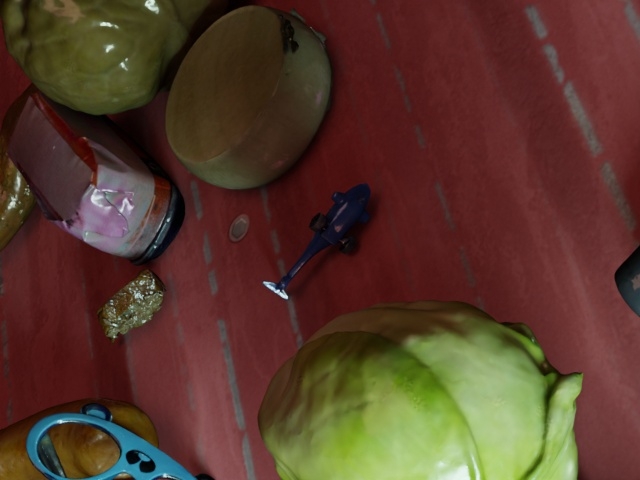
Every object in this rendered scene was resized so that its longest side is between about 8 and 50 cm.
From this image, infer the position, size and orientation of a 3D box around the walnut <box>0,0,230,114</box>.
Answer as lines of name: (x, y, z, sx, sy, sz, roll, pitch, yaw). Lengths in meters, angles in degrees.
walnut: (-0.273, -0.307, 1.869, 0.277, 0.282, 0.253, 18, 121, 44)

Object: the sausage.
sausage: (-0.294, 0.247, 1.697, 0.271, 0.109, 0.108, -17, 57, 42)

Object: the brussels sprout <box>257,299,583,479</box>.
brussels sprout: (0.100, 0.175, 1.181, 0.294, 0.259, 0.227, 30, 54, 19)

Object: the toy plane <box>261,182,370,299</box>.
toy plane: (0.000, 0.000, 1.564, 0.167, 0.054, 0.062, -50, 16, 14)

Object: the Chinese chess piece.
Chinese chess piece: (-0.086, -0.173, 1.715, 0.238, 0.092, 0.237, -26, 51, 37)

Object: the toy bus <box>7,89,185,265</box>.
toy bus: (-0.302, -0.085, 1.864, 0.127, 0.147, 0.303, -60, 38, 12)

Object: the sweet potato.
sweet potato: (-0.424, -0.139, 2.054, 0.106, 0.095, 0.354, 106, -172, -80)

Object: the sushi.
sushi: (-0.234, 0.083, 1.758, 0.120, 0.055, 0.052, -40, -1, 15)

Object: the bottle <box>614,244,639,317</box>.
bottle: (0.348, -0.030, 1.178, 0.244, 0.072, 0.082, -48, 24, 18)

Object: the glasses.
glasses: (-0.237, 0.315, 1.546, 0.239, 0.102, 0.206, 29, 103, 7)
